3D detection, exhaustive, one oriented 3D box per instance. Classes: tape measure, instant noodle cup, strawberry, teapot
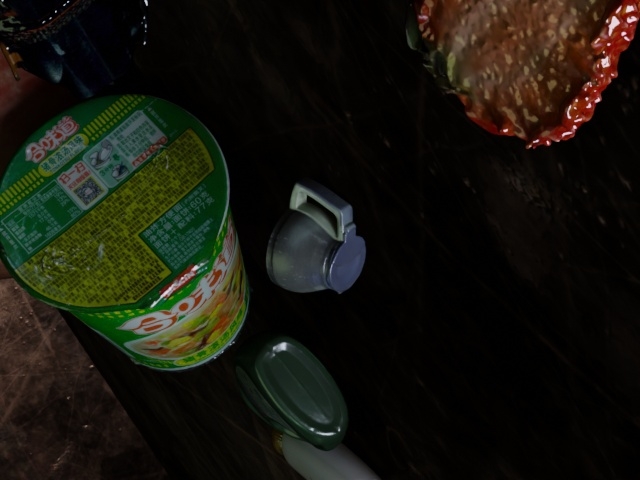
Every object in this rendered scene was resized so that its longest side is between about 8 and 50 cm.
[{"bbox_3d":[-0.221,-0.222,1.066,0.223,0.135,0.202,50,174,24],"label":"tape measure"},{"bbox_3d":[-0.155,0.017,1.284,0.207,0.207,0.233,47,169,25],"label":"instant noodle cup"},{"bbox_3d":[0.089,-0.093,0.585,0.104,0.048,0.152,62,151,-2],"label":"strawberry"},{"bbox_3d":[0.000,0.000,1.030,0.057,0.066,0.088,20,124,31],"label":"teapot"}]

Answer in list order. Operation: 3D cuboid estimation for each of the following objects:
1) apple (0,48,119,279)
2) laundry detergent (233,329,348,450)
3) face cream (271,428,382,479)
[{"bbox_3d":[-0.342,-0.103,1.410,0.345,0.269,0.345,48,162,20],"label":"apple"},{"bbox_3d":[-0.036,0.156,1.449,0.137,0.063,0.211,48,165,-1],"label":"laundry detergent"},{"bbox_3d":[0.010,0.235,1.499,0.182,0.051,0.072,27,148,57],"label":"face cream"}]
